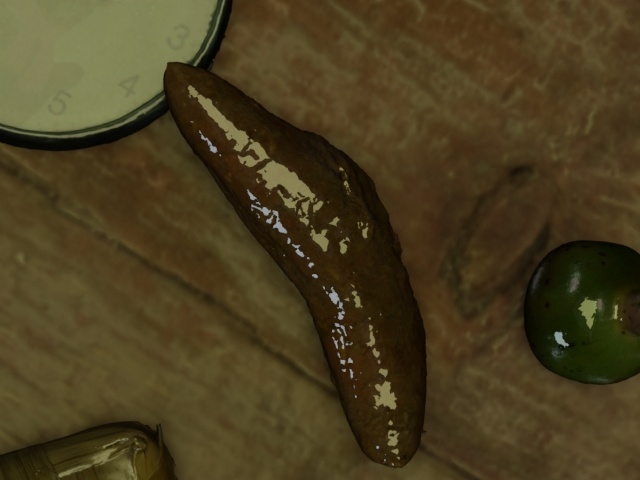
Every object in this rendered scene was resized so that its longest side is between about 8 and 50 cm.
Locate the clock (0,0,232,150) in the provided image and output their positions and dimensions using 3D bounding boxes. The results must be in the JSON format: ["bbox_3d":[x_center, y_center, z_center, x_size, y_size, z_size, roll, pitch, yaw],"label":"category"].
[{"bbox_3d":[-0.199,-0.206,1.489,0.281,0.055,0.280,0,89,-5],"label":"clock"}]

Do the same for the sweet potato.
[{"bbox_3d":[0.004,0.000,1.481,0.114,0.092,0.341,-33,97,-32],"label":"sweet potato"}]

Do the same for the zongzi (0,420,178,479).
[{"bbox_3d":[-0.188,0.244,1.466,0.195,0.099,0.197,-13,97,-5],"label":"zongzi"}]

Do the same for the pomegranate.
[{"bbox_3d":[0.216,0.053,1.481,0.115,0.142,0.114,2,87,-30],"label":"pomegranate"}]
